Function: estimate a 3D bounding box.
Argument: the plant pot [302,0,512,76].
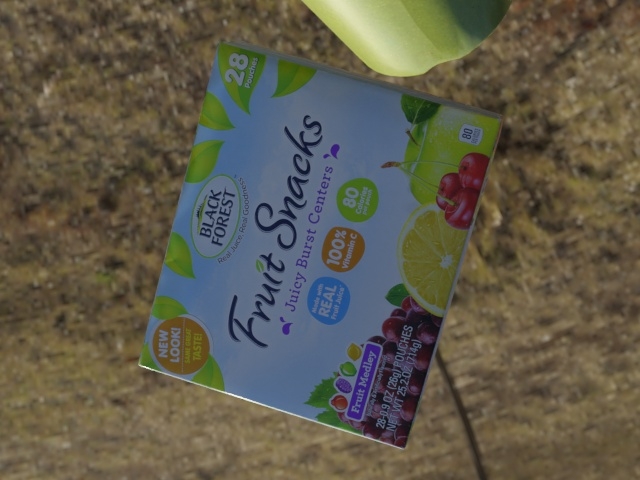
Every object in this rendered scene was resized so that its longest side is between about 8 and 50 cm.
[{"bbox_3d":[0.015,-0.088,0.353,0.083,0.083,0.079,-27,132,14],"label":"plant pot"}]

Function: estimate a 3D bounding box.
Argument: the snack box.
[{"bbox_3d":[0.000,0.000,0.793,0.175,0.207,0.070,17,-170,7],"label":"snack box"}]
